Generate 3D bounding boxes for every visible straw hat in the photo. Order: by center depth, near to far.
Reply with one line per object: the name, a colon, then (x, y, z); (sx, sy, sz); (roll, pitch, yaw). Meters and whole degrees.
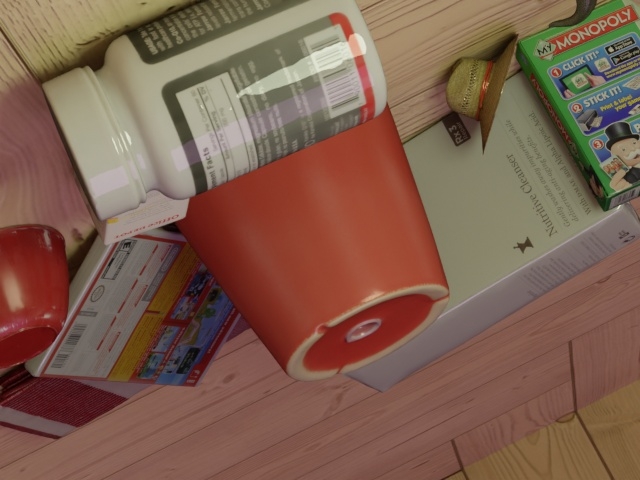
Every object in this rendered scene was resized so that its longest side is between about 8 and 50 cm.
straw hat: (0.170, -0.167, 2.124); (0.061, 0.144, 0.144); (17, 156, 4)

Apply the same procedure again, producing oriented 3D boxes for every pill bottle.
pill bottle: (-0.097, -0.134, 1.750); (0.283, 0.161, 0.161); (-23, 159, -8)

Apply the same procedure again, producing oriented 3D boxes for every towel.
towel: (-0.247, 0.146, 2.403); (0.329, 0.037, 0.237); (-30, 159, 10)

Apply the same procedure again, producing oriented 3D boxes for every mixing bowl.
mixing bowl: (-0.336, 0.073, 2.038); (0.181, 0.098, 0.181); (-23, 159, -9)

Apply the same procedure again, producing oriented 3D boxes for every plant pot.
plant pot: (0.000, 0.000, 2.067); (0.275, 0.243, 0.275); (-23, 158, -10)

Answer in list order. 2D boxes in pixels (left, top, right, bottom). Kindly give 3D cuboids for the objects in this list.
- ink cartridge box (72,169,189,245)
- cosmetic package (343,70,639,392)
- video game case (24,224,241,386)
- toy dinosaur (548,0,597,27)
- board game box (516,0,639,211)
ink cartridge box: (-0.185, -0.068, 1.897); (0.092, 0.090, 0.143); (-19, 159, -20)
cosmetic package: (0.160, -0.011, 2.279); (0.385, 0.217, 0.156); (-33, 159, 9)
video game case: (-0.188, 0.075, 2.202); (0.285, 0.025, 0.204); (10, 115, -54)
toy dinosaur: (0.295, -0.334, 1.864); (0.160, 0.121, 0.313); (9, 145, -39)
board game box: (0.407, -0.189, 2.152); (0.317, 0.213, 0.046); (-23, 159, -8)
